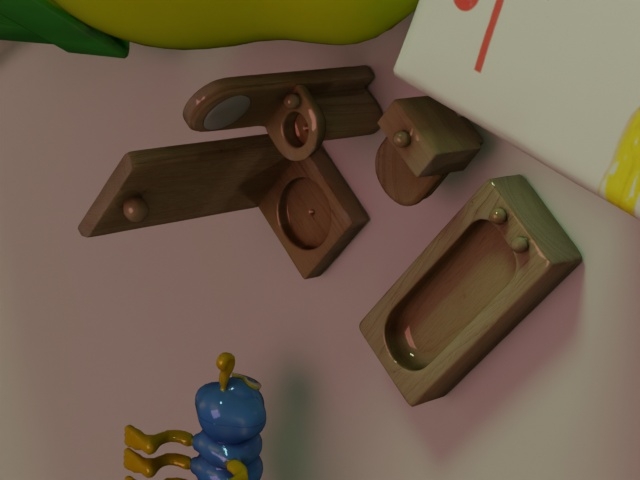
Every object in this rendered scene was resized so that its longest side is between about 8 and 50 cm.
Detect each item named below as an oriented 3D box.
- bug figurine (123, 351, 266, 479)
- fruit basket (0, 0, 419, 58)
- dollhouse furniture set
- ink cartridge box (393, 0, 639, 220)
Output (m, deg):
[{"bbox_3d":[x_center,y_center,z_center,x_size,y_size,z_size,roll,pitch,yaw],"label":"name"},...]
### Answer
[{"bbox_3d":[0.018,0.188,0.729,0.279,0.072,0.216,26,122,34],"label":"bug figurine"},{"bbox_3d":[-0.117,-0.208,0.647,0.392,0.392,0.282,-11,87,46],"label":"fruit basket"},{"bbox_3d":[0.000,0.000,0.673,0.151,0.123,0.144,57,132,21],"label":"dollhouse furniture set"},{"bbox_3d":[0.157,-0.099,0.459,0.353,0.119,0.207,36,113,43],"label":"ink cartridge box"}]
